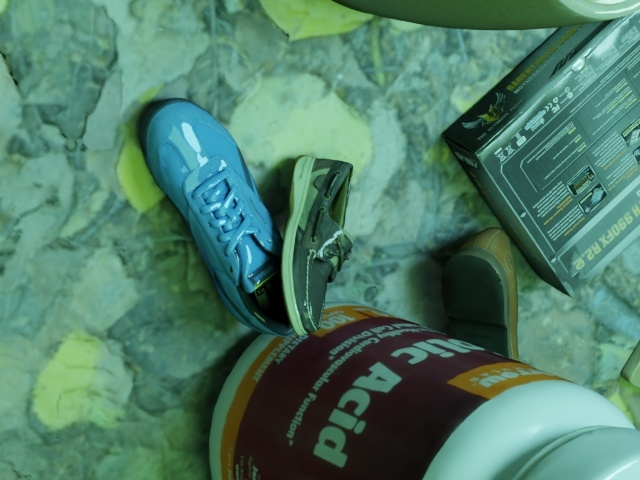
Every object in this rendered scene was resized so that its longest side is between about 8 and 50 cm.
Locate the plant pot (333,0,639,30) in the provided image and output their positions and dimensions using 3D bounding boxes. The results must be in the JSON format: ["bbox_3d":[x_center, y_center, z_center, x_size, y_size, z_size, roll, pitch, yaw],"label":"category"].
[{"bbox_3d":[0.130,-0.250,1.228,0.256,0.274,0.256,-11,115,-25],"label":"plant pot"}]

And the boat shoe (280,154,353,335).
[{"bbox_3d":[0.000,0.000,1.346,0.049,0.152,0.056,-4,153,13],"label":"boat shoe"}]

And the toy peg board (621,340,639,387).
[{"bbox_3d":[0.391,0.099,1.633,0.161,0.079,0.161,26,97,-34],"label":"toy peg board"}]

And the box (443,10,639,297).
[{"bbox_3d":[0.239,-0.094,1.483,0.231,0.056,0.183,-43,125,-6],"label":"box"}]

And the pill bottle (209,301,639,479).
[{"bbox_3d":[0.103,0.191,1.309,0.224,0.392,0.224,-8,105,-33],"label":"pill bottle"}]

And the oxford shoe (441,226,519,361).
[{"bbox_3d":[0.142,0.085,1.504,0.076,0.076,0.212,-51,150,-51],"label":"oxford shoe"}]

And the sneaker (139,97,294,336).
[{"bbox_3d":[-0.066,-0.015,1.338,0.069,0.082,0.209,-32,121,-11],"label":"sneaker"}]
